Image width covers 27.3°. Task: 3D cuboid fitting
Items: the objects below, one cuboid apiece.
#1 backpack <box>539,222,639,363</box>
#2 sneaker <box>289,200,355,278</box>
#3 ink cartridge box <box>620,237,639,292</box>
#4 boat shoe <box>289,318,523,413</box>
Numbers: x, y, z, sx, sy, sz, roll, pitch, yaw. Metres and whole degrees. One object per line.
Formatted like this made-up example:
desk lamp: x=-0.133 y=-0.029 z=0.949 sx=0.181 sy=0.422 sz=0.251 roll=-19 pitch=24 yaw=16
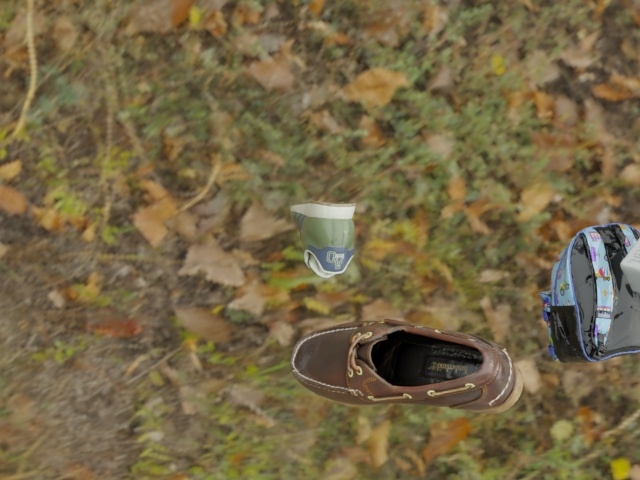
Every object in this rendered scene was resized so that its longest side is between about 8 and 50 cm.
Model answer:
backpack: x=0.370 y=0.069 z=1.746 sx=0.158 sy=0.117 sz=0.173 roll=-9 pitch=86 yaw=-26
sneaker: x=0.000 y=0.000 z=1.509 sx=0.064 sy=0.192 sz=0.086 roll=2 pitch=90 yaw=-10
ink cartridge box: x=0.535 y=-0.028 z=1.593 sx=0.275 sy=0.239 sz=0.060 roll=-49 pitch=128 yaw=-19
boat shoe: x=0.059 y=0.097 z=1.070 sx=0.073 sy=0.207 sz=0.073 roll=33 pitch=61 yaw=-53
